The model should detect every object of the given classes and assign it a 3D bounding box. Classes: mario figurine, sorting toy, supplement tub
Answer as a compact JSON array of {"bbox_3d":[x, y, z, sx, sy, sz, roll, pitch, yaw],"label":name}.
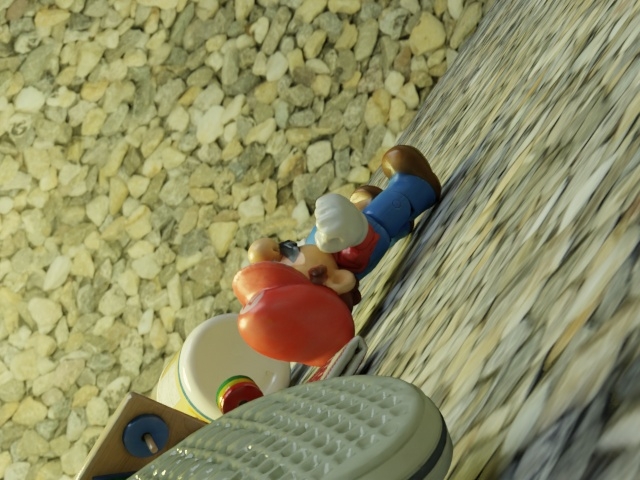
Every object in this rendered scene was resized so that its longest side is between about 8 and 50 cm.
[{"bbox_3d":[0.000,0.000,1.531,0.320,0.170,0.198,-47,-38,-46],"label":"mario figurine"},{"bbox_3d":[-0.171,0.245,1.419,0.274,0.132,0.046,-57,32,7],"label":"sorting toy"},{"bbox_3d":[-0.131,0.191,1.826,0.144,0.144,0.200,-56,3,-29],"label":"supplement tub"}]

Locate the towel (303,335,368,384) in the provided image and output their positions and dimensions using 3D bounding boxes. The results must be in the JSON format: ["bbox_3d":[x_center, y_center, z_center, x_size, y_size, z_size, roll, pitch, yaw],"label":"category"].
[{"bbox_3d":[-0.070,0.240,1.339,0.237,0.037,0.329,-56,4,-35],"label":"towel"}]

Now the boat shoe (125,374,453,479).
[{"bbox_3d":[-0.097,0.232,0.776,0.500,0.156,0.187,-39,4,32],"label":"boat shoe"}]
